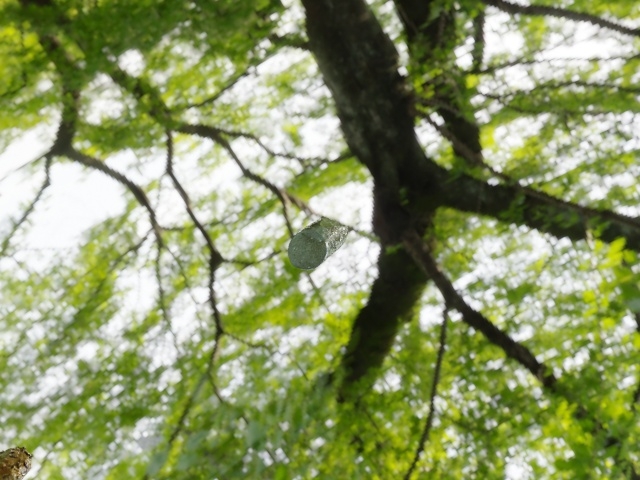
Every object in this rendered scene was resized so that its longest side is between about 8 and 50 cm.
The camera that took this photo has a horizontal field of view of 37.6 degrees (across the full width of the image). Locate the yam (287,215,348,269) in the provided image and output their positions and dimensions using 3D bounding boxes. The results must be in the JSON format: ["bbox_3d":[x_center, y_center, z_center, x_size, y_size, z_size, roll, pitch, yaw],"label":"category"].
[{"bbox_3d":[0.000,0.000,1.555,0.068,0.068,0.169,-25,-175,19],"label":"yam"}]

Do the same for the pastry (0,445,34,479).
[{"bbox_3d":[-0.567,0.415,1.709,0.080,0.056,0.140,-2,-175,2],"label":"pastry"}]
